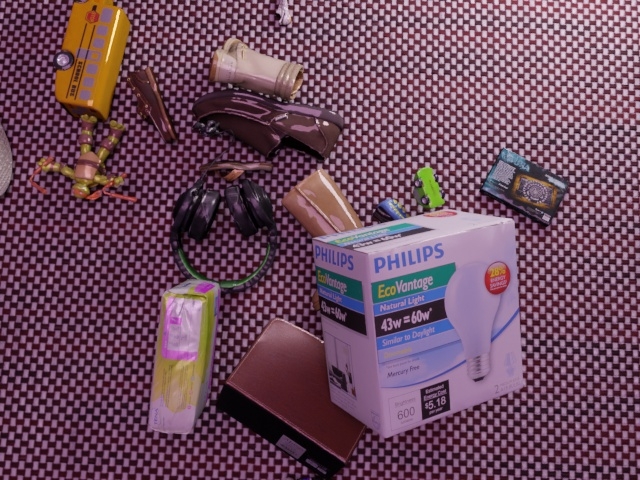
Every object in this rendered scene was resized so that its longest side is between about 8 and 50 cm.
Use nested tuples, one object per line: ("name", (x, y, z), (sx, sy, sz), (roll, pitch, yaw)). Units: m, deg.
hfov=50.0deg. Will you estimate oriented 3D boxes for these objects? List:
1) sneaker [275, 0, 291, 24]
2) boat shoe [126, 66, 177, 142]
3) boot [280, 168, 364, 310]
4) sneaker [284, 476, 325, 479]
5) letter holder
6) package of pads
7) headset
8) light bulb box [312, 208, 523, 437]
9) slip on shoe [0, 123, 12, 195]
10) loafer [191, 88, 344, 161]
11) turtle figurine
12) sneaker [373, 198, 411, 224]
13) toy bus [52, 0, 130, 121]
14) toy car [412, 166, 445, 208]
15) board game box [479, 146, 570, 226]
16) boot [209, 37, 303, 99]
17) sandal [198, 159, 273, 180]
("sneaker", (-0.100, -0.589, 1.750), (0.037, 0.032, 0.083), (-12, 79, -3))
("boat shoe", (-0.413, -0.324, 1.678), (0.073, 0.073, 0.206), (-24, 74, -3))
("boot", (0.000, 0.000, 1.620), (0.236, 0.089, 0.269), (-38, 82, -18))
("sneaker", (-0.002, 0.661, 1.485), (0.146, 0.102, 0.293), (-4, 80, -3))
("letter holder", (-0.041, 0.341, 1.520), (0.302, 0.152, 0.214), (32, 54, 5))
("package of pads", (-0.285, 0.240, 1.467), (0.101, 0.229, 0.296), (6, 92, -1))
("headset", (-0.226, -0.071, 1.559), (0.244, 0.185, 0.393), (-4, 96, -1))
("light bulb box", (0.201, 0.148, 1.398), (0.358, 0.225, 0.360), (-13, 103, -26))
("slip on shoe", (-0.834, -0.252, 1.646), (0.101, 0.123, 0.331), (-24, 85, 27))
("loafer", (-0.130, -0.267, 1.637), (0.366, 0.134, 0.130), (8, 79, 1))
("turtle figurine", (-0.536, -0.182, 1.639), (0.270, 0.087, 0.217), (10, 72, 10))
("sneaker", (0.196, -0.013, 1.637), (0.188, 0.078, 0.067), (52, 41, -5))
("toy bus", (-0.557, -0.470, 1.680), (0.130, 0.108, 0.332), (10, 79, 0))
("toy car", (0.270, -0.060, 1.607), (0.239, 0.053, 0.224), (-19, 88, -32))
("board game box", (0.500, -0.131, 1.679), (0.186, 0.026, 0.126), (29, 80, 4))
("boot", (-0.140, -0.404, 1.620), (0.204, 0.262, 0.095), (13, 111, -2))
("sandal", (-0.204, -0.167, 1.659), (0.180, 0.072, 0.049), (1, 101, -5))
